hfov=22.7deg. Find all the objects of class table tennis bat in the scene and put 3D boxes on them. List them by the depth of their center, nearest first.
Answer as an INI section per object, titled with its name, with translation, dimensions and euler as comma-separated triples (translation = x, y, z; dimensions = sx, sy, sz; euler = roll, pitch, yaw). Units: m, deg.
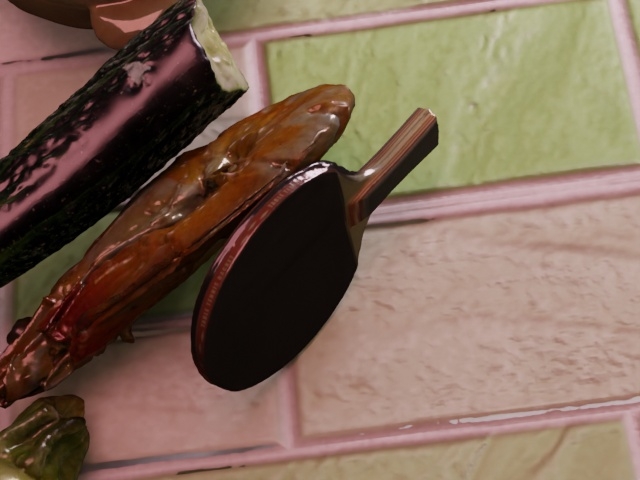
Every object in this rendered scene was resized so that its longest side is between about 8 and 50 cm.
[table tennis bat]
translation = 0.000, 0.000, 0.947
dimensions = 0.019, 0.130, 0.220
euler = 29, 61, 29

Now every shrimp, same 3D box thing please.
[shrimp]
translation = -0.091, 0.002, 0.961
dimensions = 0.294, 0.154, 0.062
euler = -45, 103, -9

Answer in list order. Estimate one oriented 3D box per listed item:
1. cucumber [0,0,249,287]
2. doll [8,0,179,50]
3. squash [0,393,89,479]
[cucumber]
translation = -0.142, -0.051, 0.977
dimensions = 0.241, 0.074, 0.074
euler = -44, 65, -14
[doll]
translation = -0.099, -0.281, 1.090
dimensions = 0.235, 0.174, 0.330
euler = 38, 71, 12
[squash]
translation = -0.205, 0.208, 0.877
dimensions = 0.137, 0.137, 0.287
euler = 2, 50, 8
